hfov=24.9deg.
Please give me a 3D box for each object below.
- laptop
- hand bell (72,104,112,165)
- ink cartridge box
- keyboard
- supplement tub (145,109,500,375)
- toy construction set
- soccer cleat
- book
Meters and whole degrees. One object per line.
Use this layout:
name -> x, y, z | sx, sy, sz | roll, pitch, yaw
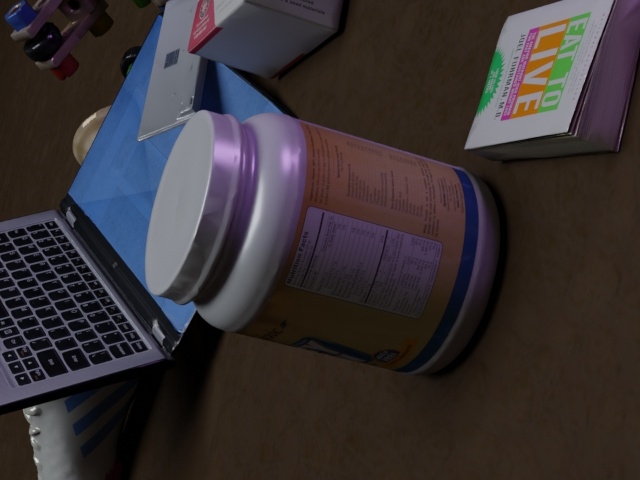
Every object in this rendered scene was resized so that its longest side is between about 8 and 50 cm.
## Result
laptop -> -0.278, -0.039, 1.496 | 0.382, 0.408, 0.236 | -138, 39, -54
hand bell -> -0.206, -0.036, 1.695 | 0.126, 0.126, 0.242 | -59, 39, 37
ink cartridge box -> -0.038, -0.299, 1.396 | 0.172, 0.100, 0.237 | 157, 126, -65
keyboard -> -0.150, -0.197, 1.552 | 0.072, 0.014, 0.256 | -24, 36, 23
supplement tub -> 0.000, 0.000, 0.943 | 0.144, 0.200, 0.144 | -165, 90, -70
toy construction set -> -0.310, -0.371, 1.905 | 0.257, 0.309, 0.237 | -51, 22, 44
soccer cleat -> -0.280, 0.208, 1.613 | 0.116, 0.143, 0.331 | -145, 71, -69
book -> 0.144, -0.100, 0.890 | 0.144, 0.035, 0.096 | -1, 71, 70
